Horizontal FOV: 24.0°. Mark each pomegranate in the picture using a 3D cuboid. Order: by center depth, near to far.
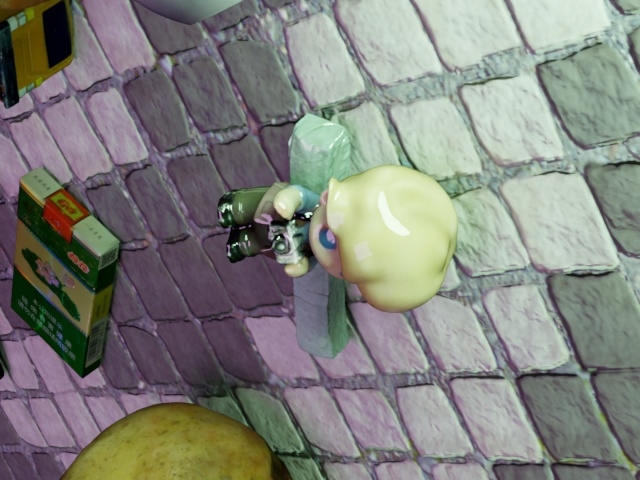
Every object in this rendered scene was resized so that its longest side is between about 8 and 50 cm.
[{"bbox_3d":[-0.147,0.303,1.518,0.281,0.281,0.281,31,139,31],"label":"pomegranate"}]

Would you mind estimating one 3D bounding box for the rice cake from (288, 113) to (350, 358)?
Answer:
[{"bbox_3d":[0.000,0.000,1.268,0.045,0.042,0.245,22,135,23],"label":"rice cake"}]

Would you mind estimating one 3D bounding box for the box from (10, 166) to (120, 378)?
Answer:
[{"bbox_3d":[-0.284,0.039,1.654,0.132,0.034,0.235,42,144,18],"label":"box"}]

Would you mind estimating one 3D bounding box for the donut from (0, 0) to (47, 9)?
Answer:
[{"bbox_3d":[-0.279,-0.330,1.120,0.150,0.299,0.317,26,114,56],"label":"donut"}]

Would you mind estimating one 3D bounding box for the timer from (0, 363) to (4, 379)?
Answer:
[{"bbox_3d":[-0.473,0.091,1.917,0.144,0.055,0.187,23,139,41],"label":"timer"}]

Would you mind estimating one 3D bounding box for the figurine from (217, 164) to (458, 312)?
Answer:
[{"bbox_3d":[0.009,-0.007,1.162,0.196,0.108,0.114,5,116,25],"label":"figurine"}]

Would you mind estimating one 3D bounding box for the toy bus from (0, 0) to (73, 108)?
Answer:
[{"bbox_3d":[-0.337,-0.221,1.426,0.201,0.114,0.098,29,139,25],"label":"toy bus"}]

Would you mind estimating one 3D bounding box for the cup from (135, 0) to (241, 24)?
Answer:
[{"bbox_3d":[-0.098,-0.313,0.972,0.212,0.212,0.317,-14,108,54],"label":"cup"}]
